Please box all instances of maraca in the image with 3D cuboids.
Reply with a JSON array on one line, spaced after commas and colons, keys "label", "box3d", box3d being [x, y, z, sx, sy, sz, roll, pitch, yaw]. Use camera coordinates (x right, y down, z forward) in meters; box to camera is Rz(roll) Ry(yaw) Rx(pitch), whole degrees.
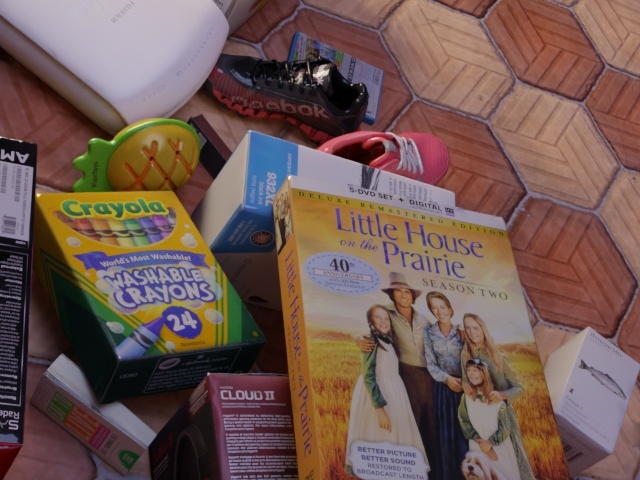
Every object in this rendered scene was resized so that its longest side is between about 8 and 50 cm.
[{"label": "maraca", "box3d": [-0.246, -0.105, 1.508, 0.185, 0.127, 0.099, -16, 43, -29]}]

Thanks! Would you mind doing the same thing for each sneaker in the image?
[{"label": "sneaker", "box3d": [-0.047, -0.235, 1.697, 0.276, 0.135, 0.098, 20, 54, -15]}, {"label": "sneaker", "box3d": [0.094, -0.112, 1.684, 0.313, 0.136, 0.116, -14, 77, -35]}]

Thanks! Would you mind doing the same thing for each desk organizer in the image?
[{"label": "desk organizer", "box3d": [-0.141, -0.126, 1.628, 0.050, 0.047, 0.130, -30, 77, -42]}]

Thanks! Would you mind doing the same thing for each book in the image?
[{"label": "book", "box3d": [-0.266, 0.207, 1.301, 0.144, 0.096, 0.035, 38, 49, -1]}]

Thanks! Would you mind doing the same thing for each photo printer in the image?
[{"label": "photo printer", "box3d": [-0.301, -0.307, 1.593, 0.307, 0.107, 0.256, 39, 64, -1]}]

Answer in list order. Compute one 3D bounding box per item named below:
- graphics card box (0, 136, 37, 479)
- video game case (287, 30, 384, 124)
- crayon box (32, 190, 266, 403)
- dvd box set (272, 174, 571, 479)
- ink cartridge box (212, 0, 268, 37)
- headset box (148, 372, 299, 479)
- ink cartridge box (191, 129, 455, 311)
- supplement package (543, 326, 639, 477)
[{"label": "graphics card box", "box3d": [-0.383, 0.095, 1.220, 0.094, 0.233, 0.371, 8, 55, -24]}, {"label": "video game case", "box3d": [0.023, -0.268, 1.837, 0.166, 0.015, 0.119, 23, 52, -15]}, {"label": "crayon box", "box3d": [-0.233, 0.040, 1.371, 0.203, 0.083, 0.323, -4, 45, -40]}, {"label": "dvd box set", "box3d": [0.110, 0.125, 1.264, 0.307, 0.062, 0.420, 11, 49, -21]}, {"label": "ink cartridge box", "box3d": [-0.169, -0.512, 1.795, 0.279, 0.160, 0.385, 39, 49, 0]}, {"label": "headset box", "box3d": [-0.102, 0.297, 1.252, 0.110, 0.218, 0.293, 6, 58, -26]}, {"label": "ink cartridge box", "box3d": [0.000, 0.000, 1.505, 0.307, 0.223, 0.129, 15, 54, -20]}, {"label": "supplement package", "box3d": [0.379, 0.236, 1.638, 0.105, 0.105, 0.179, 36, 49, -3]}]
